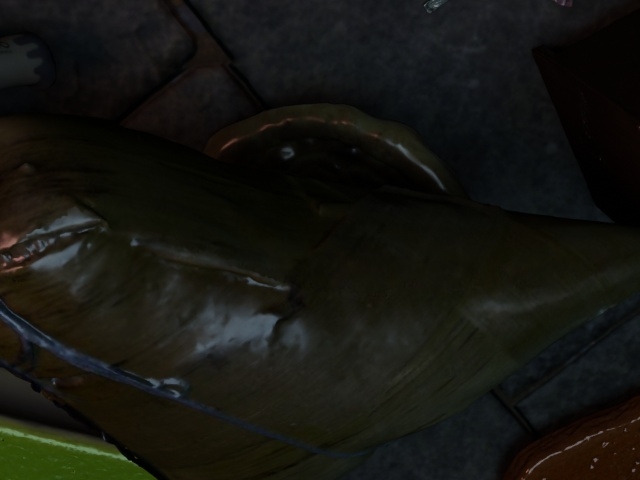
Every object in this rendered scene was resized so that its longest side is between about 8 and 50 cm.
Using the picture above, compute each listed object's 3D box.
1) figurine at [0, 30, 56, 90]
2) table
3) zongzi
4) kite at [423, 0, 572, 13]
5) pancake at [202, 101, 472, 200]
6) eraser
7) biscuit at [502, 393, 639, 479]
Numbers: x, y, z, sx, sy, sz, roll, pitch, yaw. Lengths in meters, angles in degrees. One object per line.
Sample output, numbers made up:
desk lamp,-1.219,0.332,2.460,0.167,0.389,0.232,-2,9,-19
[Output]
figurine,-0.245,-0.029,0.769,0.145,0.145,0.222,0,111,-13
table,0.288,-0.082,0.837,0.169,0.193,0.172,-29,117,0
zongzi,-0.007,0.005,0.703,0.393,0.174,0.356,-28,135,19
kite,0.142,-0.215,0.848,0.137,0.005,0.152,40,101,-24
pancake,0.000,0.000,0.857,0.235,0.029,0.212,-21,104,20
eraser,-0.209,0.216,0.915,0.274,0.092,0.210,18,112,-19
biscuit,0.260,0.236,1.063,0.192,0.036,0.186,-23,120,-2
